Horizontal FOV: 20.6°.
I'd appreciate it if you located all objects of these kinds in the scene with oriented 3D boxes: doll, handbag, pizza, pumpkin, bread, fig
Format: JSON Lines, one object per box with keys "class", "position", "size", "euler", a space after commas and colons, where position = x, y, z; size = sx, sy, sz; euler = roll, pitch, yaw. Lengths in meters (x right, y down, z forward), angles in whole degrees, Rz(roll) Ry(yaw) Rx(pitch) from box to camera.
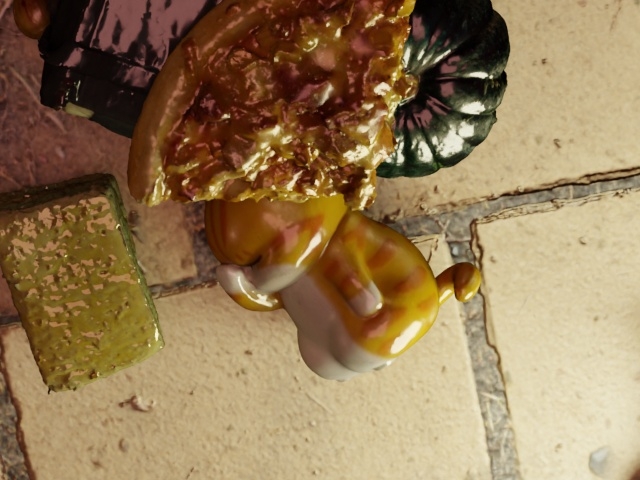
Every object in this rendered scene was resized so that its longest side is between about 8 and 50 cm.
{"class": "doll", "position": [-0.001, 0.019, 1.715], "size": [0.270, 0.167, 0.162], "euler": [40, 58, -16]}
{"class": "handbag", "position": [-0.160, -0.223, 1.641], "size": [0.181, 0.181, 0.254], "euler": [19, 104, -14]}
{"class": "pizza", "position": [-0.018, -0.121, 1.553], "size": [0.335, 0.086, 0.226], "euler": [-39, 102, 8]}
{"class": "pumpkin", "position": [0.073, -0.166, 1.668], "size": [0.221, 0.162, 0.220], "euler": [-1, 113, -4]}
{"class": "bread", "position": [-0.241, 0.038, 1.743], "size": [0.138, 0.102, 0.196], "euler": [-17, 107, 6]}
{"class": "fig", "position": [-0.281, -0.234, 1.706], "size": [0.050, 0.050, 0.083], "euler": [-33, 83, 7]}
